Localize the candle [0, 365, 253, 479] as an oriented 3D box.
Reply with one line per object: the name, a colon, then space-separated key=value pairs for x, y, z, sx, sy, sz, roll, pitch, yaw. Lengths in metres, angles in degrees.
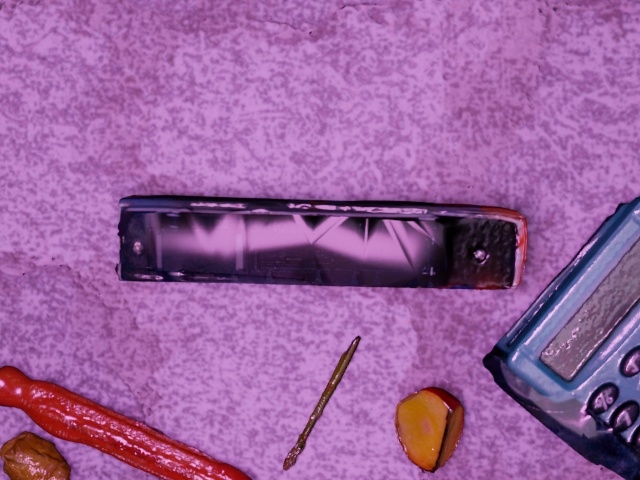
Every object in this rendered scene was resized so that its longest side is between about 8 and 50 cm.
candle: x=-0.222 y=0.206 z=1.187 sx=0.329 sy=0.048 sz=0.051 roll=25 pitch=135 yaw=2

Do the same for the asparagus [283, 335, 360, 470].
asparagus: x=0.001 y=0.172 z=1.185 sx=0.016 sy=0.013 sz=0.166 roll=23 pitch=97 yaw=-39

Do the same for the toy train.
toy train: x=0.000 y=0.000 z=1.140 sx=0.409 sy=0.089 sz=0.086 roll=1 pitch=98 yaw=3

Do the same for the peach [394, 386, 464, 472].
peach: x=0.119 y=0.194 z=1.159 sx=0.077 sy=0.050 sz=0.083 roll=-28 pitch=81 yaw=28

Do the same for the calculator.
calculator: x=0.345 y=0.123 z=1.137 sx=0.274 sy=0.058 sz=0.248 roll=40 pitch=96 yaw=0

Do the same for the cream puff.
cream puff: x=-0.298 y=0.240 z=1.185 sx=0.083 sy=0.058 sz=0.083 roll=26 pitch=136 yaw=26
